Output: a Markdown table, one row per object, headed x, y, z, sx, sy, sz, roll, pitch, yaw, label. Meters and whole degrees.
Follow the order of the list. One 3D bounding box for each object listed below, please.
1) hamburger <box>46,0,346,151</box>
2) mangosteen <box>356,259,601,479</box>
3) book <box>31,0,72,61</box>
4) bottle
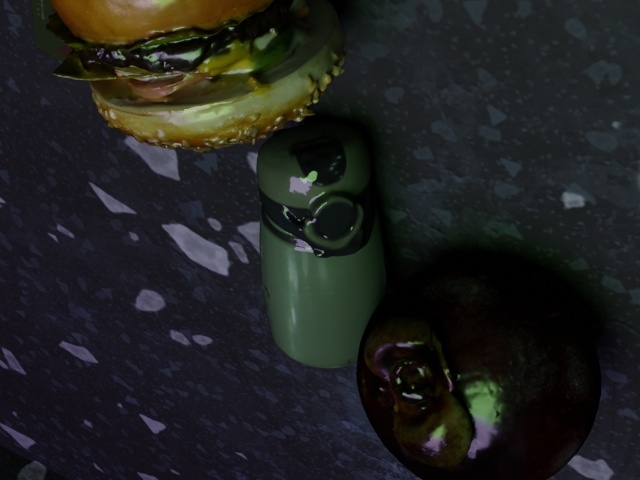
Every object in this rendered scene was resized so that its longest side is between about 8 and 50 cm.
| x | y | z | sx | sy | sz | roll | pitch | yaw | label |
| --- | --- | --- | --- | --- | --- | --- | --- | --- | --- |
| -0.119 | -0.219 | 1.016 | 0.291 | 0.291 | 0.225 | 12 | 135 | 30 | hamburger |
| 0.179 | 0.172 | 1.224 | 0.297 | 0.293 | 0.297 | 17 | 132 | 20 | mangosteen |
| -0.247 | -0.254 | 1.296 | 0.290 | 0.026 | 0.201 | 29 | 144 | 9 | book |
| 0.001 | 0.001 | 1.278 | 0.169 | 0.168 | 0.347 | 19 | 141 | 22 | bottle |
